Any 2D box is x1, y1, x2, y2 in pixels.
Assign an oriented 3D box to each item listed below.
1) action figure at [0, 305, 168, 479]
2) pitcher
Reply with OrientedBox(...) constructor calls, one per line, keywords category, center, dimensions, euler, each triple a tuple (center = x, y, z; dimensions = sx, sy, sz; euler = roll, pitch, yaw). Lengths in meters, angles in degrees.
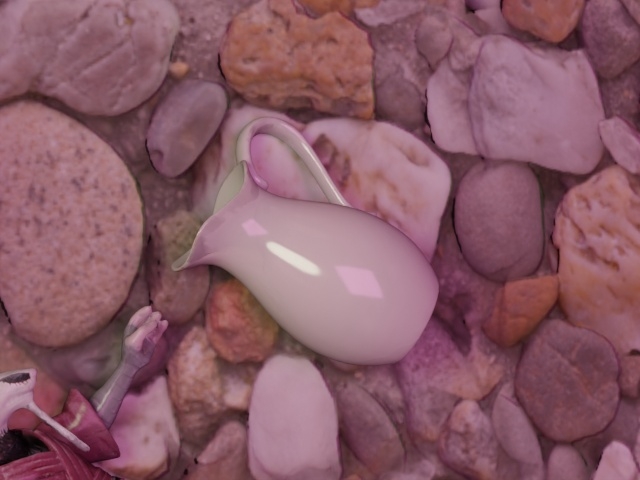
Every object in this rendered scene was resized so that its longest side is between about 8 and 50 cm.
OrientedBox(category="action figure", center=(-0.178, 0.235, 1.332), dimensions=(0.370, 0.248, 0.275), euler=(40, 113, -6))
OrientedBox(category="pitcher", center=(0.000, 0.000, 1.442), dimensions=(0.207, 0.125, 0.177), euler=(29, 59, -11))
